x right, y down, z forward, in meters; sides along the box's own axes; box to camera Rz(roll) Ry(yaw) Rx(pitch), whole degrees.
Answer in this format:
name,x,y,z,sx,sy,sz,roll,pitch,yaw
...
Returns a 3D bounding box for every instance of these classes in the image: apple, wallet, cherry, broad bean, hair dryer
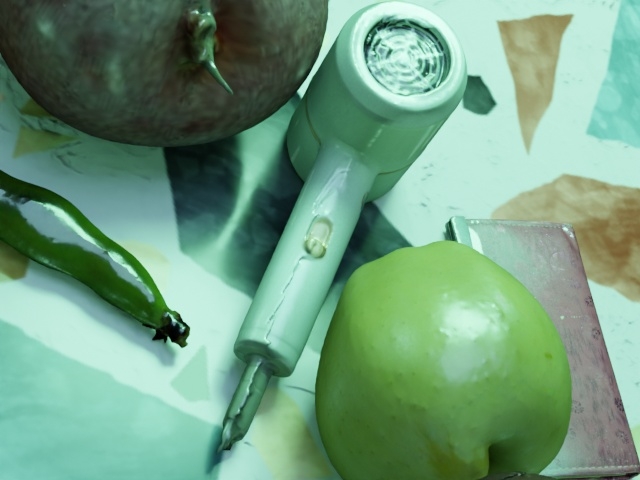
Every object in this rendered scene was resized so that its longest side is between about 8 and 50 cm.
name,x,y,z,sx,sy,sz,roll,pitch,yaw
apple,0.087,0.101,1.038,0.200,0.200,0.200,11,56,-16
wallet,0.179,0.084,1.181,0.119,0.025,0.232,2,59,-21
cherry,-0.133,-0.198,1.119,0.261,0.221,0.307,1,46,-31
broad bean,-0.217,-0.015,1.072,0.297,0.043,0.060,29,62,-4
hair dryer,0.000,0.000,1.096,0.107,0.173,0.357,24,66,-4

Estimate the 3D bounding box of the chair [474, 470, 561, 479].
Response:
name,x,y,z,sx,sy,sz,roll,pitch,yaw
chair,0.019,0.315,0.841,0.401,0.226,0.226,-27,72,-33
